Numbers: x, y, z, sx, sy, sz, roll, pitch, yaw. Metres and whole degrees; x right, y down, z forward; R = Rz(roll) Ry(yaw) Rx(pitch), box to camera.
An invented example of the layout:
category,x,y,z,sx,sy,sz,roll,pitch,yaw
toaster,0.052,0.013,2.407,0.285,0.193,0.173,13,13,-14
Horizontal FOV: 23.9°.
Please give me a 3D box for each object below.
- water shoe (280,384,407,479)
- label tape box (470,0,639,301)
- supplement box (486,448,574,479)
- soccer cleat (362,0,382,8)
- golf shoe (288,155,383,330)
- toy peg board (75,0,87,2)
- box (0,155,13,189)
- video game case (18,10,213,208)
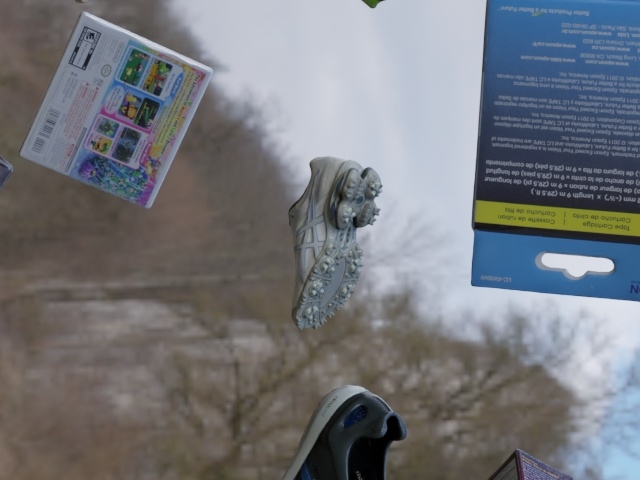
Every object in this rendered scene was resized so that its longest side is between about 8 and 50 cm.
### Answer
category,x,y,z,sx,sy,sz,roll,pitch,yaw
water shoe,0.007,0.224,1.279,0.080,0.073,0.203,29,-76,45
label tape box,0.310,-0.114,1.753,0.115,0.249,0.347,-53,146,-70
supplement box,0.295,0.393,2.072,0.081,0.104,0.188,-51,-160,29
soccer cleat,0.109,-0.269,1.408,0.072,0.179,0.060,43,32,-61
golf shoe,0.000,0.000,1.505,0.086,0.069,0.176,28,-78,39
toy peg board,-0.333,-0.415,1.925,0.079,0.161,0.160,9,-117,39
box,-0.502,0.038,1.558,0.191,0.143,0.381,18,-102,50
video game case,-0.203,-0.128,1.499,0.157,0.143,0.019,-64,-160,9
